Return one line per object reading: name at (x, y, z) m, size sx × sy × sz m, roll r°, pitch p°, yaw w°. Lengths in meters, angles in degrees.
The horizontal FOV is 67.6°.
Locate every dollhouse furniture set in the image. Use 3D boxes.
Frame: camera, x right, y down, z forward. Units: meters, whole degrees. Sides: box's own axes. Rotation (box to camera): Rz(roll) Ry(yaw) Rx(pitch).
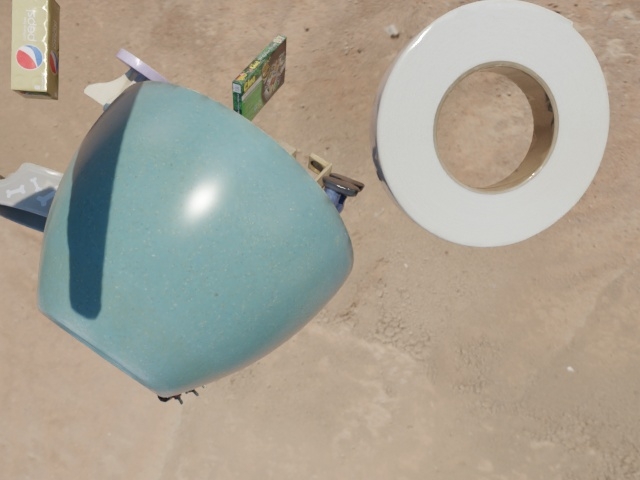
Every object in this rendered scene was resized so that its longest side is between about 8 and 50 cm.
dollhouse furniture set at (-0.075, -0.140, 1.142) m, size 0.151 × 0.123 × 0.144 m, roll 34°, pitch 155°, yaw 13°

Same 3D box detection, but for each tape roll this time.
tape roll at (0.276, -0.183, 0.788) m, size 0.392 × 0.072 × 0.391 m, roll -1°, pitch 103°, yaw -5°

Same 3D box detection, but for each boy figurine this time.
boy figurine at (0.000, 0.000, 1.035) m, size 0.092 × 0.177 × 0.285 m, roll 22°, pitch 108°, yaw 10°

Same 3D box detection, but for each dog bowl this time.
dog bowl at (-0.654, -0.078, 1.190) m, size 0.349 × 0.349 × 0.102 m, roll 13°, pitch 75°, yaw 4°

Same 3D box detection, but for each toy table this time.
toy table at (-0.513, -0.407, 1.339) m, size 0.252 × 0.274 × 0.161 m, roll 35°, pitch 93°, yaw 6°

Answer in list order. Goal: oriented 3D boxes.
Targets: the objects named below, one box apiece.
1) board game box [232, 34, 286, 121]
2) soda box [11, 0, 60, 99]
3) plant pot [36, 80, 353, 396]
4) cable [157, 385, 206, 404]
board game box at (-0.150, -0.400, 1.207) m, size 0.030 × 0.259 × 0.136 m, roll 21°, pitch 139°, yaw 7°
soda box at (-0.516, -0.353, 0.868) m, size 0.061 × 0.058 × 0.181 m, roll 1°, pitch 91°, yaw -9°
plant pot at (-0.141, 0.029, 0.459) m, size 0.290 × 0.195 × 0.290 m, roll 27°, pitch 153°, yaw 15°
cable at (-0.496, 0.395, 1.533) m, size 0.139 × 0.072 × 0.287 m, roll -35°, pitch 81°, yaw 1°
